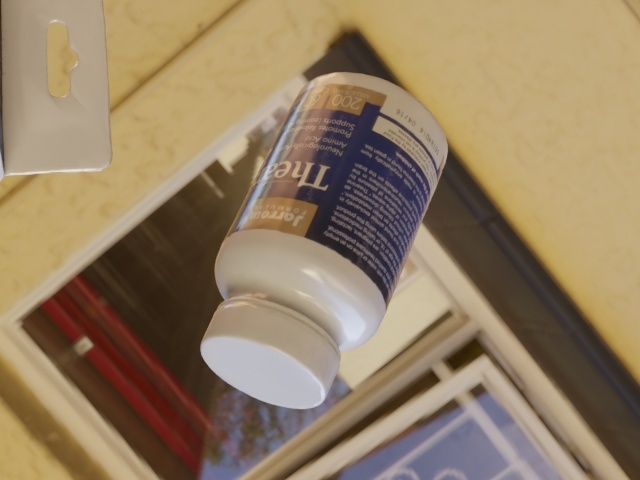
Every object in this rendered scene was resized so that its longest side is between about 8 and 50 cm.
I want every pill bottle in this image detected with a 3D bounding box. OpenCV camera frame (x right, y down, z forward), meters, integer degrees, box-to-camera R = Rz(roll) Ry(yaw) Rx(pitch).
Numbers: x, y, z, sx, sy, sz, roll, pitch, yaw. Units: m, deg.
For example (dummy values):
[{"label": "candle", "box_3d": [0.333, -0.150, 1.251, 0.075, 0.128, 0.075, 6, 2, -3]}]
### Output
[{"label": "pill bottle", "box_3d": [0.000, 0.000, 0.470, 0.067, 0.067, 0.120, 45, -126, -33]}]

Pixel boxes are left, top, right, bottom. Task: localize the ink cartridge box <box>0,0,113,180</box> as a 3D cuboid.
[{"label": "ink cartridge box", "box_3d": [-0.164, -0.076, 0.419, 0.060, 0.180, 0.104, 104, 160, -61]}]
